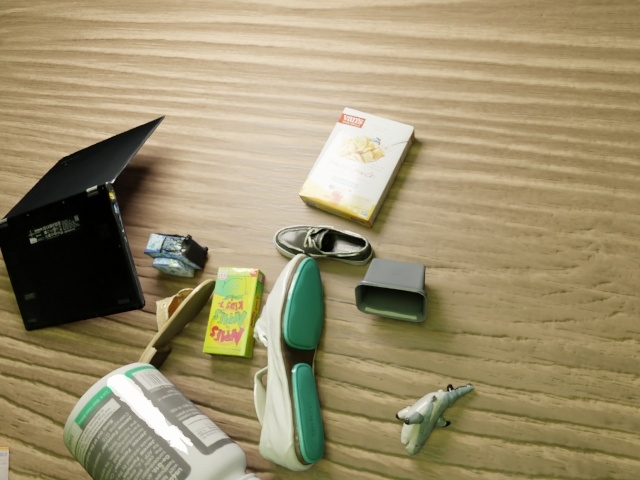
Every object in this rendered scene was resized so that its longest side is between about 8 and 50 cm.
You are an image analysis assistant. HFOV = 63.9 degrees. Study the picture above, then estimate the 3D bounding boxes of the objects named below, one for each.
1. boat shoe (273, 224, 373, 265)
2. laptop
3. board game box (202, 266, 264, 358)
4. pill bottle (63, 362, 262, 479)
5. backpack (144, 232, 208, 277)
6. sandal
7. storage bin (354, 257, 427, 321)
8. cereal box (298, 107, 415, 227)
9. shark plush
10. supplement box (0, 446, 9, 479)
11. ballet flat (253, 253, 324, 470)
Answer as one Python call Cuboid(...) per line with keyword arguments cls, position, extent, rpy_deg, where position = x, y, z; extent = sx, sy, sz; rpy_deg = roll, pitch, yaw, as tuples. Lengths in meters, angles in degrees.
Cuboid(cls="boat shoe", position=(0.000, 0.000, 1.068), extent=(0.219, 0.070, 0.078), rpy_deg=(6, 71, 16))
Cuboid(cls="laptop", position=(-0.523, -0.041, 1.191), extent=(0.381, 0.236, 0.408), rpy_deg=(-13, 94, 27))
Cuboid(cls="board game box", position=(-0.178, 0.149, 1.069), extent=(0.092, 0.043, 0.181), rpy_deg=(2, 70, 14))
Cuboid(cls="pill bottle", position=(-0.262, 0.400, 0.904), extent=(0.361, 0.204, 0.204), rpy_deg=(34, 80, 24))
Cuboid(cls="backpack", position=(-0.322, 0.031, 1.118), extent=(0.114, 0.105, 0.084), rpy_deg=(10, 73, 18))
Cuboid(cls="sandal", position=(-0.324, 0.161, 1.077), extent=(0.079, 0.088, 0.240), rpy_deg=(33, 85, 17))
Cuboid(cls="storage bin", position=(0.144, 0.093, 0.992), extent=(0.135, 0.098, 0.091), rpy_deg=(8, 44, 17))
Cuboid(cls="cereal box", position=(0.081, -0.165, 1.124), extent=(0.173, 0.047, 0.240), rpy_deg=(21, 76, 21))
Cuboid(cls="shark plush", position=(0.205, 0.310, 0.922), extent=(0.161, 0.073, 0.067), rpy_deg=(-32, 84, -22))
Cuboid(cls="supplement box", position=(-0.689, 0.488, 1.068), extent=(0.062, 0.036, 0.098), rpy_deg=(-16, 66, 7))
Cuboid(cls="ballet flat", position=(-0.072, 0.221, 0.979), extent=(0.139, 0.139, 0.400), rpy_deg=(-6, 69, 12))
